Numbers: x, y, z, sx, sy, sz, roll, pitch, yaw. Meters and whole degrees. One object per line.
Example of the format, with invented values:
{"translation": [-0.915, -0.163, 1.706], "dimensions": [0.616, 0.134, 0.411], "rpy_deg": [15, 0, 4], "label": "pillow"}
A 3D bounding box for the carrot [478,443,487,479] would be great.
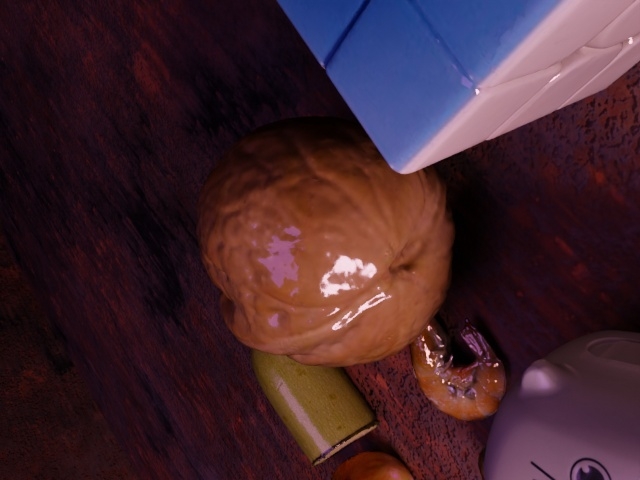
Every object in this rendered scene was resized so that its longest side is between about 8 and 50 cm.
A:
{"translation": [0.292, 0.378, 0.789], "dimensions": [0.298, 0.078, 0.078], "rpy_deg": [59, 144, 5], "label": "carrot"}

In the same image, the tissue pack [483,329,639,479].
{"translation": [0.308, 0.200, 0.517], "dimensions": [0.333, 0.229, 0.236], "rpy_deg": [11, 118, 49], "label": "tissue pack"}

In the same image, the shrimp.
{"translation": [0.175, 0.148, 0.833], "dimensions": [0.132, 0.052, 0.187], "rpy_deg": [-13, 105, 36], "label": "shrimp"}

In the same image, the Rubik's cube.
{"translation": [0.135, -0.265, 0.421], "dimensions": [0.291, 0.291, 0.290], "rpy_deg": [58, 145, 12], "label": "Rubik's cube"}

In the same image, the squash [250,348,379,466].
{"translation": [-0.026, 0.233, 1.065], "dimensions": [0.247, 0.132, 0.132], "rpy_deg": [54, 143, 18], "label": "squash"}

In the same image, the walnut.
{"translation": [0.000, 0.000, 0.765], "dimensions": [0.333, 0.333, 0.332], "rpy_deg": [30, 131, 40], "label": "walnut"}

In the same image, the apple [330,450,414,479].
{"translation": [0.080, 0.407, 1.025], "dimensions": [0.146, 0.146, 0.146], "rpy_deg": [30, 131, 40], "label": "apple"}
